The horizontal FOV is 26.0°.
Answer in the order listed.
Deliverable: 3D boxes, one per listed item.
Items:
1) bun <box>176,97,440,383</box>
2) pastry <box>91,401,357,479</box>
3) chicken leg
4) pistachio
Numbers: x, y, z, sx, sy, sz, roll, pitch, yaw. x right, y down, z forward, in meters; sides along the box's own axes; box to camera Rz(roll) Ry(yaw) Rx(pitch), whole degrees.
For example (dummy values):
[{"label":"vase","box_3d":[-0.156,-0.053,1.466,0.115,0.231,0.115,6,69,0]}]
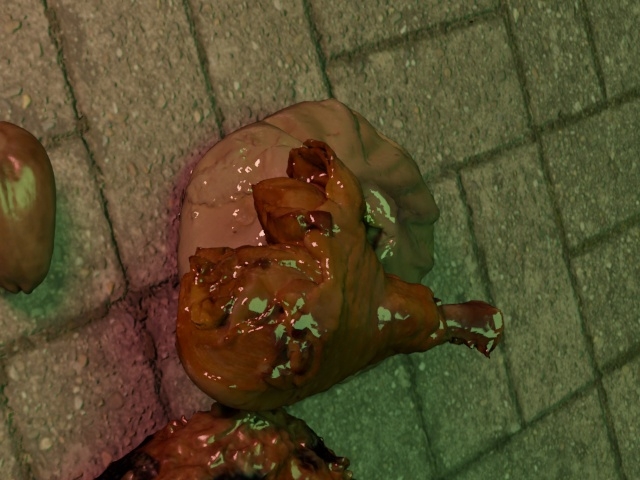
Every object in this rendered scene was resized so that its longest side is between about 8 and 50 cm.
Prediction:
[{"label":"bun","box_3d":[0.000,0.000,1.686,0.359,0.211,0.360,4,84,-42]},{"label":"pastry","box_3d":[-0.108,0.344,1.501,0.405,0.292,0.337,-1,75,-32]},{"label":"chicken leg","box_3d":[0.033,0.040,1.511,0.409,0.182,0.295,5,78,-30]},{"label":"pistachio","box_3d":[-0.331,-0.033,1.466,0.108,0.126,0.185,-6,94,0]}]
